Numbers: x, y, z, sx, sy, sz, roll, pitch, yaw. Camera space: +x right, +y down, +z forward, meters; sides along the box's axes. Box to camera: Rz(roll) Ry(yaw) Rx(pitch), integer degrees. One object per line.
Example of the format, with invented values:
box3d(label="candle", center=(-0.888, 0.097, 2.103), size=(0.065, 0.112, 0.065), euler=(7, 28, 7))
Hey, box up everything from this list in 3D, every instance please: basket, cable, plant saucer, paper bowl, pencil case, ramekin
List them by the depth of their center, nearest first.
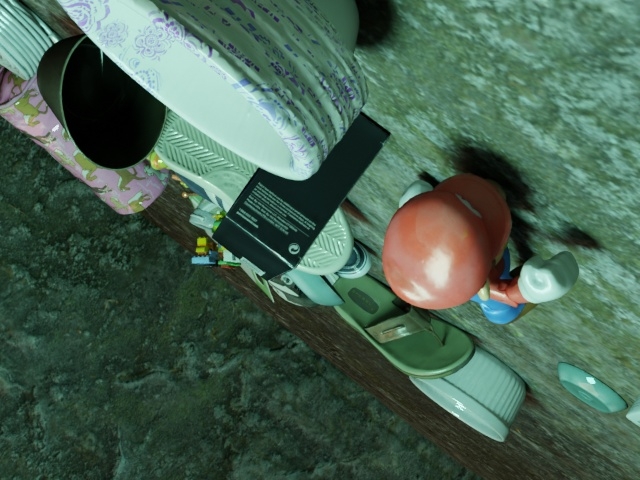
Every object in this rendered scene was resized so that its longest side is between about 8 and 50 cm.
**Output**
box3d(label="paper bowl", center=(-0.081, -0.191, 0.937), size=(0.284, 0.148, 0.284), euler=(34, 170, 7))
box3d(label="basket", center=(-0.337, -0.229, 1.621), size=(0.227, 0.154, 0.204), euler=(33, 131, 59))
box3d(label="plant saucer", center=(0.401, 0.225, 1.629), size=(0.119, 0.021, 0.119), euler=(35, 170, 7))
box3d(label="plant saucer", center=(-0.074, -0.002, 1.853), size=(0.317, 0.043, 0.317), euler=(49, -179, -1))
box3d(label="cable", center=(-0.581, -0.387, 1.888), size=(0.257, 0.089, 0.257), euler=(25, 166, 47))
box3d(label="ramekin", center=(0.276, 0.264, 1.982), size=(0.207, 0.109, 0.207), euler=(35, 171, 7))
box3d(label="pencil case", center=(-0.466, -0.212, 2.122), size=(0.167, 0.160, 0.386), euler=(22, 164, 48))

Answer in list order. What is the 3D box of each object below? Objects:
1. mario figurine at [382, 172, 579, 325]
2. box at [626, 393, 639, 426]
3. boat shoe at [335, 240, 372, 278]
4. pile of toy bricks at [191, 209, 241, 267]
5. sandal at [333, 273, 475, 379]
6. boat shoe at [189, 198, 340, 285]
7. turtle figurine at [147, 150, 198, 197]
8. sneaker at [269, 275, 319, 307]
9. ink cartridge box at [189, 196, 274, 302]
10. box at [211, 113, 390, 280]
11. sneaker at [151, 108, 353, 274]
box3d(label="mario figurine", center=(0.175, -0.002, 1.165), size=(0.198, 0.170, 0.320), euler=(-6, 168, 16))
box3d(label="box", center=(0.414, 0.186, 1.206), size=(0.102, 0.087, 0.101), euler=(34, 170, 8))
box3d(label="boat shoe", center=(0.000, 0.000, 1.795), size=(0.183, 0.065, 0.083), euler=(31, 173, 38))
box3d(label="pile of toy bricks", center=(-0.159, -0.009, 1.902), size=(0.118, 0.105, 0.212), euler=(-4, 175, 18))
box3d(label="sandal", center=(0.131, 0.142, 1.905), size=(0.302, 0.120, 0.086), euler=(31, 155, 30))
box3d(label="boat shoe", center=(-0.100, 0.014, 2.099), size=(0.320, 0.103, 0.118), euler=(38, 170, -11))
box3d(label="turtle figurine", center=(-0.330, -0.185, 1.987), size=(0.269, 0.087, 0.217), euler=(27, -172, -43))
box3d(label="sneaker", center=(-0.076, 0.077, 2.391), size=(0.234, 0.078, 0.106), euler=(42, 171, -21))
box3d(label="ink cartridge box", center=(-0.166, 0.004, 2.248), size=(0.235, 0.056, 0.171), euler=(42, 165, 23))
box3d(label="box", center=(-0.033, -0.059, 1.293), size=(0.103, 0.184, 0.261), euler=(39, 170, -4))
box3d(label="sneaker", center=(-0.091, -0.074, 1.639), size=(0.350, 0.131, 0.148), euler=(40, 178, 9))
